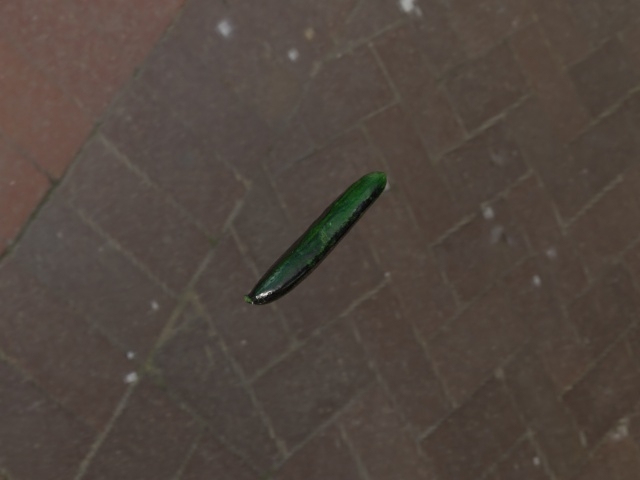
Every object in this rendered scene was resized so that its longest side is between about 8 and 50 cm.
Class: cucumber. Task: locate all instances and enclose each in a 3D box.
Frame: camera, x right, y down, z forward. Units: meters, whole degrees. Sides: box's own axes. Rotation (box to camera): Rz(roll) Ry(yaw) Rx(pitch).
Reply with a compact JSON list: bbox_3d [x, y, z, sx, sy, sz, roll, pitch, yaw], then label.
[{"bbox_3d":[0.000,0.000,1.249,0.184,0.033,0.036,-47,142,-17],"label":"cucumber"}]
